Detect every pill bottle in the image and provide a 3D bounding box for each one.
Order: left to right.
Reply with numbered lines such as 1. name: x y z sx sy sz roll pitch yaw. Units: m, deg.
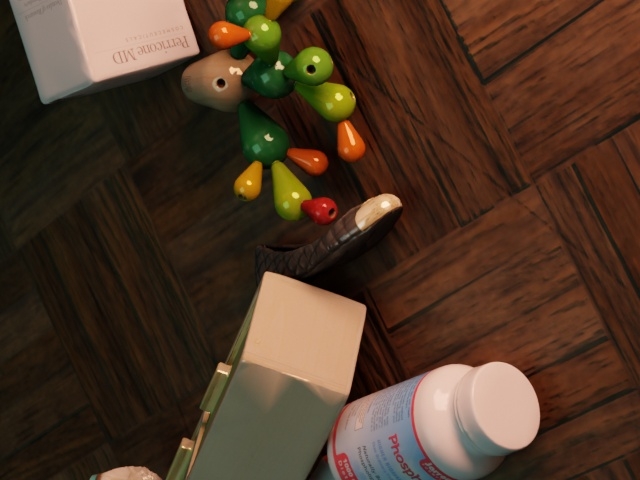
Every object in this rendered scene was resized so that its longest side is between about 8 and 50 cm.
1. pill bottle: 0.084 0.142 1.461 0.160 0.087 0.087 -27 84 47

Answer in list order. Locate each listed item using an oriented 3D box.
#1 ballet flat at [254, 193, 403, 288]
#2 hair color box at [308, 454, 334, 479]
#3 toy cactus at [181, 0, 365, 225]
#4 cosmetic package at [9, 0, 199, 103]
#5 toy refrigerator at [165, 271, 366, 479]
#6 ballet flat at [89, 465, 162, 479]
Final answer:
1. ballet flat: 0.000 0.000 1.517 0.173 0.057 0.049 -31 78 46
2. hair color box: 0.051 0.251 1.561 0.167 0.053 0.093 47 132 21
3. toy cactus: -0.055 -0.118 1.509 0.180 0.112 0.219 2 112 57
4. cosmetic package: -0.193 -0.237 1.585 0.085 0.117 0.231 -17 93 48
5. toy refrigerator: -0.056 0.157 1.563 0.094 0.102 0.269 19 132 -5
6. ballet flat: -0.097 0.377 1.727 0.147 0.147 0.408 5 111 45
